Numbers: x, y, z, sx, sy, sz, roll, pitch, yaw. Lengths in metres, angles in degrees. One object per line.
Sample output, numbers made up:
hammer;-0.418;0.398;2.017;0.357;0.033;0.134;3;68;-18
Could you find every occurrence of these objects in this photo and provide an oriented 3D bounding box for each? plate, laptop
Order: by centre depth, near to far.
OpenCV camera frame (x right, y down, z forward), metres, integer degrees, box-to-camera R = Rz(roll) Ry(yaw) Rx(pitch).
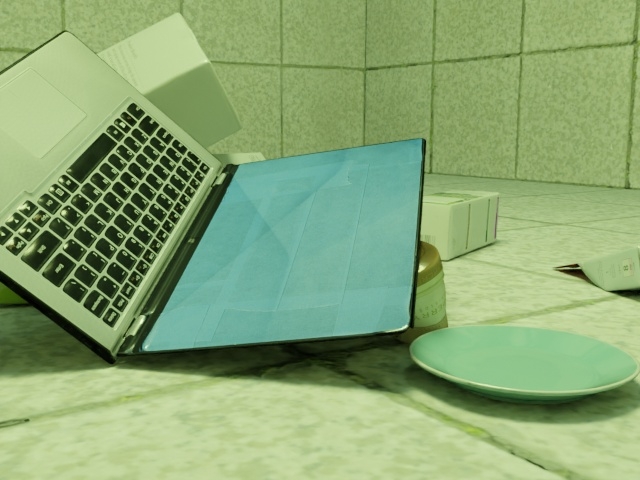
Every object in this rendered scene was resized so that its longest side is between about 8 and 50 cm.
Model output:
plate;0.169;0.105;0.629;0.188;0.024;0.188;1;8;0
laptop;-0.123;-0.088;0.751;0.236;0.408;0.382;-40;18;28

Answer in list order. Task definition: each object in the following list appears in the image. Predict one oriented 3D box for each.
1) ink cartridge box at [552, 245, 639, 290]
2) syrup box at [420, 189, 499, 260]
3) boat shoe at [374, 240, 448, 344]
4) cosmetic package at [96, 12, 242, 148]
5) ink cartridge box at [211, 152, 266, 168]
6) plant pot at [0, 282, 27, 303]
ink cartridge box;0.457;0.045;1.017;0.189;0.066;0.232;-1;-12;-10
syrup box;0.226;-0.032;1.289;0.093;0.096;0.237;8;11;32
boat shoe;0.033;0.037;0.823;0.109;0.098;0.302;-27;23;-23
cosmetic package;-0.398;-0.208;1.348;0.453;0.161;0.230;-28;44;-3
ink cartridge box;-0.174;-0.079;1.372;0.065;0.165;0.332;-37;-11;26
plant pot;-0.446;-0.038;0.928;0.207;0.227;0.228;-9;12;-19
